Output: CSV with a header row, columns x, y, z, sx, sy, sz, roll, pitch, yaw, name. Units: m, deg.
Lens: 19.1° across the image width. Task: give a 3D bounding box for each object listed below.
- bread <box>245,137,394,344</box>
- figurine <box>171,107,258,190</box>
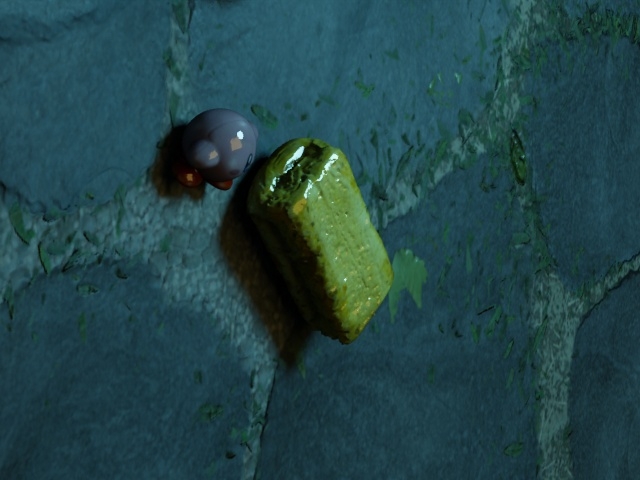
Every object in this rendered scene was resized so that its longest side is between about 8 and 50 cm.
x,y,z,sx,sy,sz,roll,pitch,yaw,name
0.000,0.000,1.859,0.114,0.083,0.211,-55,138,-32,bread
-0.094,-0.084,1.711,0.067,0.071,0.083,50,26,7,figurine
